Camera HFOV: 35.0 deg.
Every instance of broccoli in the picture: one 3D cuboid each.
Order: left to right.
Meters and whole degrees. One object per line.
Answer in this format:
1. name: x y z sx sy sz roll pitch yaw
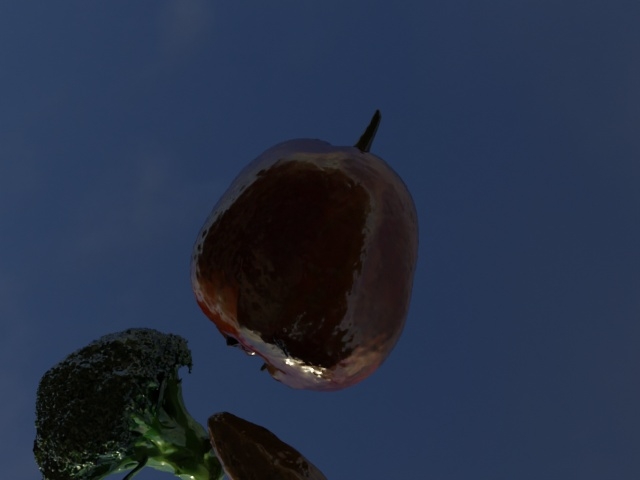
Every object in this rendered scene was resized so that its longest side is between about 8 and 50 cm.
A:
1. broccoli: -0.263 0.264 1.433 0.297 0.297 0.298 30 -80 0

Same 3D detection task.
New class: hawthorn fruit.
1. hawthorn fruit: 0.000 0.000 1.268 0.284 0.284 0.369 13 -102 40

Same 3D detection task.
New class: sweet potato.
1. sweet potato: -0.035 0.286 1.134 0.252 0.097 0.097 46 -71 11
